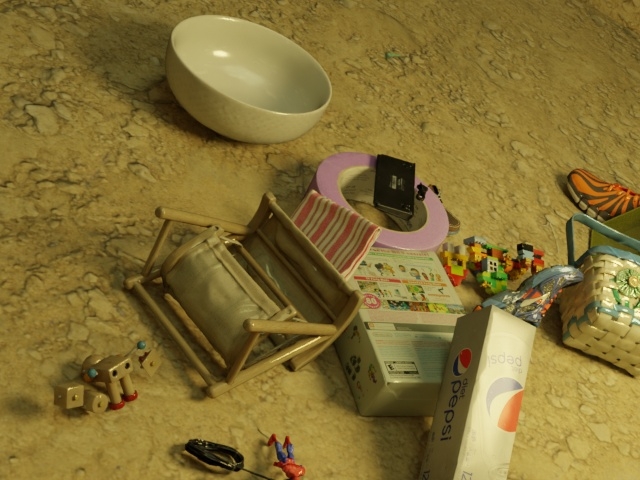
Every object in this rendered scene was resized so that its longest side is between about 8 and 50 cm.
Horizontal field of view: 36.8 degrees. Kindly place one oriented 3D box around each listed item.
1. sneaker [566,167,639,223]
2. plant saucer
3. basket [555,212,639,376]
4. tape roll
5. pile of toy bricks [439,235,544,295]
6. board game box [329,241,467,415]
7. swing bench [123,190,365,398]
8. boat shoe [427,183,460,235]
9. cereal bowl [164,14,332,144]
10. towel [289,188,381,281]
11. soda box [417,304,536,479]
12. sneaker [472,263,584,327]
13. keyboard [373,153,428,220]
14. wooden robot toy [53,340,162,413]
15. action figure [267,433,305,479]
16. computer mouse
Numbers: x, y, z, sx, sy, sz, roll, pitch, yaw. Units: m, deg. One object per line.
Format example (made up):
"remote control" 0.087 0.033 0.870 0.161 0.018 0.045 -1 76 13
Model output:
"sneaker" 0.729 -0.099 2.214 0.321 0.180 0.124 43 38 20
"plant saucer" 0.678 0.001 2.085 0.045 0.188 0.188 51 34 -18
"basket" 0.590 0.096 1.871 0.254 0.201 0.289 22 45 -9
"tape roll" 0.103 -0.048 1.833 0.274 0.090 0.275 18 36 -14
"pile of toy bricks" 0.338 0.064 1.850 0.212 0.118 0.105 12 70 -34
"board game box" 0.136 0.146 1.612 0.223 0.098 0.303 6 42 -27
"swing bench" -0.117 0.075 1.487 0.254 0.165 0.253 -10 49 -47
"boat shoe" 0.212 -0.080 1.958 0.183 0.066 0.066 35 37 10
"cereal bowl" -0.156 -0.303 1.933 0.338 0.141 0.339 18 38 -14
"towel" 0.000 0.000 1.625 0.197 0.144 0.029 32 -6 45
"soda box" 0.236 0.248 1.442 0.091 0.098 0.286 27 62 -19
"sneaker" 0.391 0.117 1.779 0.221 0.083 0.087 -27 74 -4
"keyboard" 0.154 -0.099 1.834 0.108 0.023 0.180 16 38 -5
"wooden robot toy" -0.304 0.191 1.325 0.079 0.076 0.173 7 22 36
"action figure" -0.045 0.306 1.328 0.038 0.030 0.115 18 9 -19
"computer mouse" -0.077 0.335 1.299 0.242 0.041 0.071 26 11 9
